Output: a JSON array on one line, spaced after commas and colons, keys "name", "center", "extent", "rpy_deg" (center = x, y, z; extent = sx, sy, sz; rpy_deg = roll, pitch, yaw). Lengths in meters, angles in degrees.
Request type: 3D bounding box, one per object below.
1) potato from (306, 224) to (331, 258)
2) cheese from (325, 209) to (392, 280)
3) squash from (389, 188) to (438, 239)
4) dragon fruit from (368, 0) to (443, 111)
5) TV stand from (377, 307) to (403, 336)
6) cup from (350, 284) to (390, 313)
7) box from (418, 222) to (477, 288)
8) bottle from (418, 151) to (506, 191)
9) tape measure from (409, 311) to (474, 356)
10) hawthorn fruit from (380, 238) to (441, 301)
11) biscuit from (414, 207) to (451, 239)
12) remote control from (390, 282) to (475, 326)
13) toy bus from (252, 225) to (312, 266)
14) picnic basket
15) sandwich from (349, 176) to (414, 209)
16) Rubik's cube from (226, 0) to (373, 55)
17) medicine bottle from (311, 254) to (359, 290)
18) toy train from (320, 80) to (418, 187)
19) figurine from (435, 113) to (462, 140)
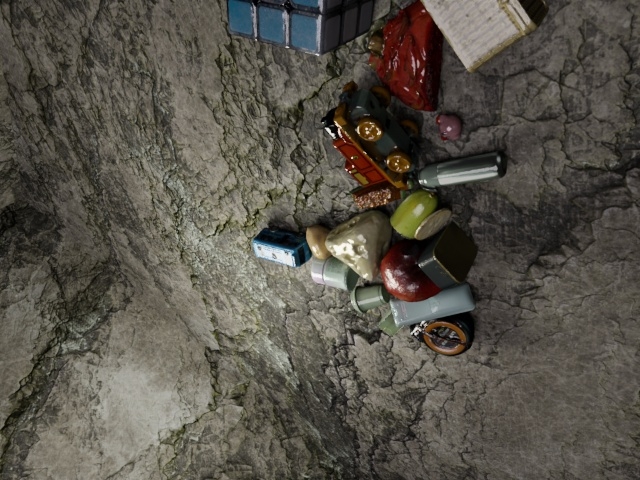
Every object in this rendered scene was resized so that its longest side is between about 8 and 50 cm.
[{"name": "potato", "center": [0.000, 0.003, 1.757], "extent": [0.112, 0.112, 0.147], "rpy_deg": [-20, 90, 42]}, {"name": "cheese", "center": [0.145, -0.010, 1.607], "extent": [0.251, 0.173, 0.248], "rpy_deg": [32, 137, 18]}, {"name": "squash", "center": [0.320, -0.101, 1.447], "extent": [0.123, 0.123, 0.186], "rpy_deg": [36, 134, 6]}, {"name": "dragon fruit", "center": [0.217, -0.493, 1.195], "extent": [0.205, 0.152, 0.317], "rpy_deg": [14, 130, 28]}, {"name": "TV stand", "center": [0.337, 0.281, 1.750], "extent": [0.083, 0.088, 0.269], "rpy_deg": [36, 135, 4]}, {"name": "cup", "center": [0.209, 0.233, 1.796], "extent": [0.141, 0.120, 0.120], "rpy_deg": [-21, 109, 29]}, {"name": "box", "center": [0.421, 0.053, 1.439], "extent": [0.144, 0.201, 0.090], "rpy_deg": [46, 140, -5]}, {"name": "bottle", "center": [0.425, -0.203, 1.315], "extent": [0.254, 0.079, 0.096], "rpy_deg": [-4, 76, 36]}, {"name": "tape measure", "center": [0.480, 0.339, 1.669], "extent": [0.223, 0.135, 0.202], "rpy_deg": [31, 125, 8]}, {"name": "hawthorn fruit", "center": [0.311, 0.122, 1.566], "extent": [0.230, 0.210, 0.266], "rpy_deg": [51, 141, 2]}, {"name": "biscuit", "center": [0.373, -0.053, 1.433], "extent": [0.020, 0.152, 0.152], "rpy_deg": [54, 142, 27]}, {"name": "remote control", "center": [0.407, 0.235, 1.586], "extent": [0.293, 0.051, 0.103], "rpy_deg": [-16, 74, 12]}, {"name": "toy bus", "center": [-0.164, 0.031, 1.875], "extent": [0.246, 0.134, 0.113], "rpy_deg": [14, 130, 28]}, {"name": "picnic basket", "center": [0.354, -0.580, 0.975], "extent": [0.313, 0.228, 0.175], "rpy_deg": [51, 137, -10]}, {"name": "sandwich", "center": [0.207, -0.155, 1.469], "extent": [0.235, 0.159, 0.079], "rpy_deg": [-17, 107, 21]}, {"name": "Rubik's cube", "center": [-0.042, -0.690, 1.117], "extent": [0.301, 0.304, 0.305], "rpy_deg": [21, 134, 21]}, {"name": "medicine bottle", "center": [0.061, 0.127, 1.793], "extent": [0.168, 0.135, 0.135], "rpy_deg": [8, 127, 30]}, {"name": "toy train", "center": [0.156, -0.295, 1.312], "extent": [0.232, 0.163, 0.369], "rpy_deg": [-17, 137, 41]}, {"name": "figurine", "center": [0.377, -0.334, 1.264], "extent": [0.067, 0.071, 0.083], "rpy_deg": [-39, 108, 4]}]
